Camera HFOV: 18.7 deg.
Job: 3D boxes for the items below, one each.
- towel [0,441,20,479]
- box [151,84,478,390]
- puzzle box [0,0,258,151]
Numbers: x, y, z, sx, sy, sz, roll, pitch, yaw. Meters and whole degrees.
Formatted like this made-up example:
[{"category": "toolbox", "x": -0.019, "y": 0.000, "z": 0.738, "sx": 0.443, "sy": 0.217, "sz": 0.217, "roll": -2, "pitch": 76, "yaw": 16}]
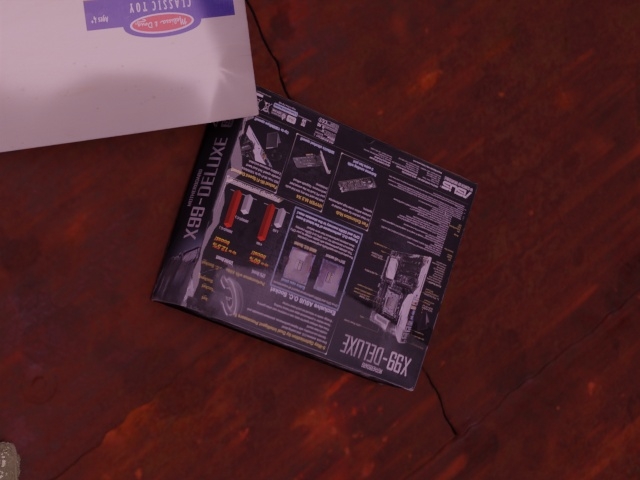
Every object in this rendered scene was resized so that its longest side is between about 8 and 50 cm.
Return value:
[{"category": "towel", "x": -0.348, "y": 0.270, "z": 1.899, "sx": 0.110, "sy": 0.027, "sz": 0.148, "roll": 2, "pitch": 93, "yaw": -30}, {"category": "box", "x": 0.000, "y": 0.000, "z": 2.064, "sx": 0.307, "sy": 0.076, "sz": 0.242, "roll": 21, "pitch": 82, "yaw": -30}, {"category": "puzzle box", "x": -0.269, "y": -0.224, "z": 1.864, "sx": 0.409, "sy": 0.052, "sz": 0.272, "roll": -9, "pitch": 96, "yaw": -21}]
